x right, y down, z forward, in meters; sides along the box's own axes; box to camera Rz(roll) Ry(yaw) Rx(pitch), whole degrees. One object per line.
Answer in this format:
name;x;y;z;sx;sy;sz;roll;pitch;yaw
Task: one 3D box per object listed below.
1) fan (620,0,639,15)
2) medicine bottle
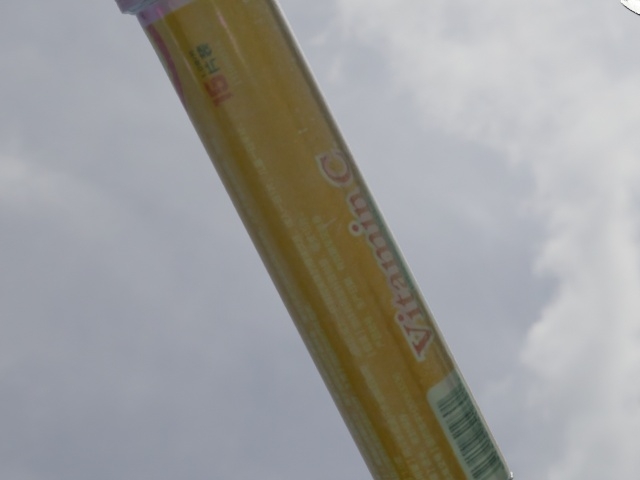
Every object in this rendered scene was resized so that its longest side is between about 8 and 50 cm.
fan;0.249;-0.175;1.262;0.060;0.080;0.003;12;-68;-20
medicine bottle;0.000;0.000;1.155;0.108;0.108;0.426;-30;-83;-28
